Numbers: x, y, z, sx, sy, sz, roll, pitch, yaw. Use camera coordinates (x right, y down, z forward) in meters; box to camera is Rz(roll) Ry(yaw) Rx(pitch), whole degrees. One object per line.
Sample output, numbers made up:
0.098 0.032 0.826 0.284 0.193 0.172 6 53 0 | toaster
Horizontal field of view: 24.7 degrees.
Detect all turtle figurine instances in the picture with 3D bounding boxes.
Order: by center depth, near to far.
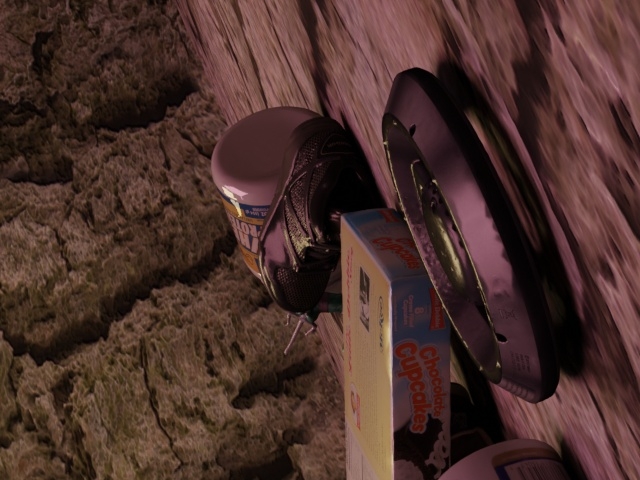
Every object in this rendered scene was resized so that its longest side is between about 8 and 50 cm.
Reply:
0.049 0.116 1.650 0.175 0.118 0.234 53 159 4 | turtle figurine

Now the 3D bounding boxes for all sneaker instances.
0.146 0.237 1.402 0.086 0.064 0.192 -111 3 -70 | sneaker
0.000 0.000 1.514 0.130 0.087 0.227 -123 41 -48 | sneaker

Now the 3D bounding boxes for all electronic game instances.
0.096 -0.003 0.938 0.229 0.048 0.229 158 90 -85 | electronic game

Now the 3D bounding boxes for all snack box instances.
0.069 0.150 1.359 0.187 0.060 0.322 -124 30 -67 | snack box

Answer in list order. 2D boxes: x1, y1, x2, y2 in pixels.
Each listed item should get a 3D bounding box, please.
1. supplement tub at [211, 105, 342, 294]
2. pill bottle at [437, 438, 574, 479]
-0.033 -0.037 1.661 0.144 0.144 0.200 -117 7 -46 | supplement tub
0.157 0.243 1.023 0.112 0.112 0.187 73 173 -50 | pill bottle
